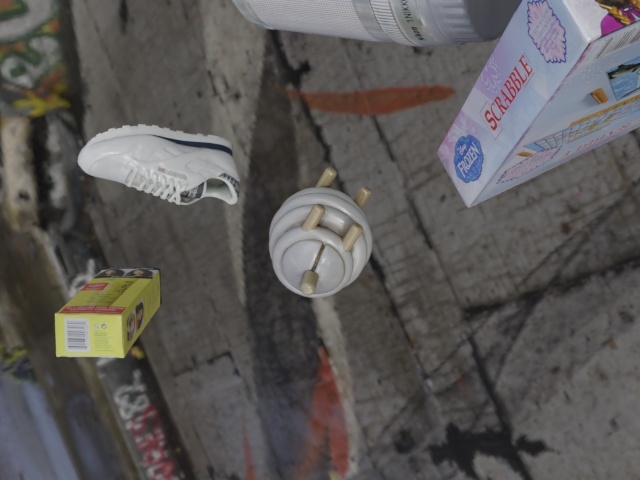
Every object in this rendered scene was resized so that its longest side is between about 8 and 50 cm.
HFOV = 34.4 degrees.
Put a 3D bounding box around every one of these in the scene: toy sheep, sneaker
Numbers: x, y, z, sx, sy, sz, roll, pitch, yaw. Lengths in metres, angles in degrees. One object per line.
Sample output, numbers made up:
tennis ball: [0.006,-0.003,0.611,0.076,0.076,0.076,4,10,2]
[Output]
toy sheep: [0.000,0.000,0.814,0.091,0.132,0.091,7,120,11]
sneaker: [-0.224,-0.100,1.464,0.090,0.235,0.094,-49,47,53]

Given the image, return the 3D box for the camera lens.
camera lens: [0.047,-0.303,0.990,0.274,0.219,0.219,13,124,28]

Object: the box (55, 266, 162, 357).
box: [-0.268,0.088,1.329,0.232,0.087,0.058,-74,-16,-76]

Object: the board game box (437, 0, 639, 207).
board game box: [0.273,-0.165,0.823,0.066,0.319,0.318,62,166,13]
